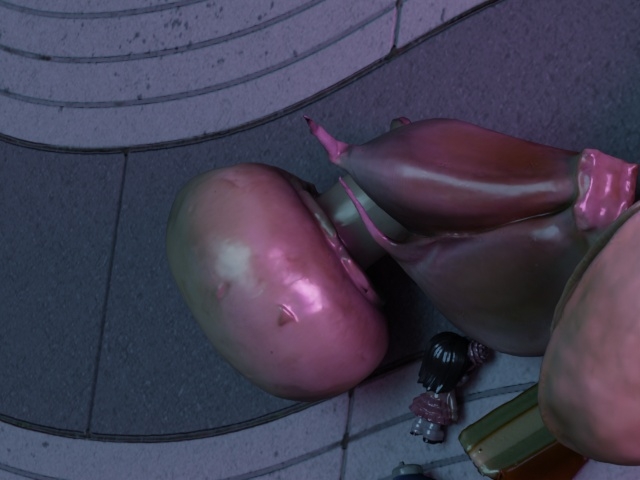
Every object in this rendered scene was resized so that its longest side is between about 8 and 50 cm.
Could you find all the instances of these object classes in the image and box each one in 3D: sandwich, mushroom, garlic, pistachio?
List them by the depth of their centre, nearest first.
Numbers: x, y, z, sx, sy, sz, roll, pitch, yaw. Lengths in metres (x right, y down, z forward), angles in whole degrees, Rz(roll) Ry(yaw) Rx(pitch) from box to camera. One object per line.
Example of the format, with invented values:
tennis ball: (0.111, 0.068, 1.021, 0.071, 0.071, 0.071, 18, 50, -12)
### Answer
pistachio: (0.338, 0.074, 1.763, 0.309, 0.230, 0.230, -42, 52, 29)
sandwich: (0.237, 0.176, 1.934, 0.163, 0.113, 0.079, -54, 47, 21)
garlic: (0.156, -0.005, 1.965, 0.340, 0.246, 0.231, 10, 90, 15)
mushroom: (0.000, 0.000, 2.142, 0.336, 0.314, 0.314, -42, 49, 5)

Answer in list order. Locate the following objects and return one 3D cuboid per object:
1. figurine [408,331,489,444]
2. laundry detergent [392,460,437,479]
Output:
figurine: (0.137, 0.162, 2.088, 0.072, 0.054, 0.129, 27, 102, 42)
laundry detergent: (0.113, 0.335, 2.063, 0.096, 0.061, 0.206, -37, 54, 44)
